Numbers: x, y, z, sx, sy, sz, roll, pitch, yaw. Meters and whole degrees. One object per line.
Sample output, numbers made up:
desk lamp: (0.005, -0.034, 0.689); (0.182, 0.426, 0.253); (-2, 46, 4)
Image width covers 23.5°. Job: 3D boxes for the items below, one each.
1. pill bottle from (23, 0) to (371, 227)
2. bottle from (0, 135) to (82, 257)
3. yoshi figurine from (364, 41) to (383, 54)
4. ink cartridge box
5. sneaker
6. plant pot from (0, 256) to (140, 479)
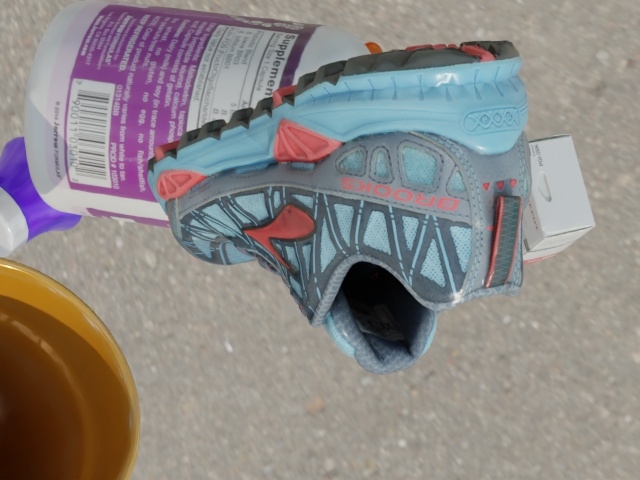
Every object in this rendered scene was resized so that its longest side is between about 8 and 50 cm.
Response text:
pill bottle: (-0.055, -0.085, 1.162); (0.302, 0.169, 0.169); (9, 110, 12)
bottle: (-0.202, -0.086, 1.383); (0.283, 0.092, 0.118); (-41, 136, -39)
yoshi figurine: (-0.043, -0.117, 1.905); (0.362, 0.203, 0.203); (-13, 128, -7)
ink cartridge box: (0.217, -0.038, 1.530); (0.056, 0.135, 0.099); (-11, 79, -11)
sneaker: (0.000, 0.000, 0.672); (0.104, 0.262, 0.125); (-8, 85, -25)
plant pot: (-0.249, 0.141, 1.013); (0.205, 0.205, 0.188); (21, 141, -22)
